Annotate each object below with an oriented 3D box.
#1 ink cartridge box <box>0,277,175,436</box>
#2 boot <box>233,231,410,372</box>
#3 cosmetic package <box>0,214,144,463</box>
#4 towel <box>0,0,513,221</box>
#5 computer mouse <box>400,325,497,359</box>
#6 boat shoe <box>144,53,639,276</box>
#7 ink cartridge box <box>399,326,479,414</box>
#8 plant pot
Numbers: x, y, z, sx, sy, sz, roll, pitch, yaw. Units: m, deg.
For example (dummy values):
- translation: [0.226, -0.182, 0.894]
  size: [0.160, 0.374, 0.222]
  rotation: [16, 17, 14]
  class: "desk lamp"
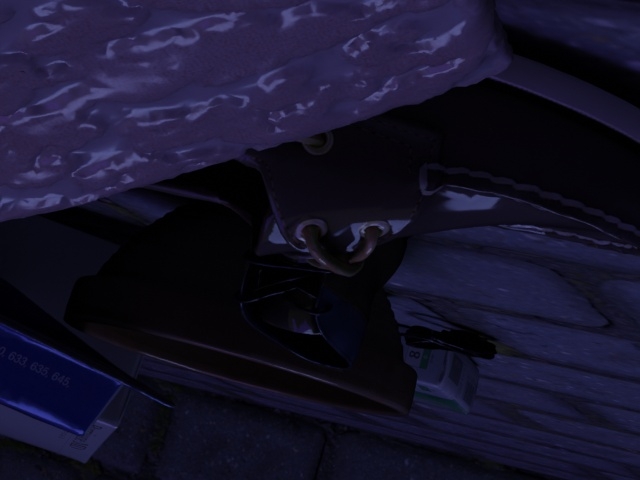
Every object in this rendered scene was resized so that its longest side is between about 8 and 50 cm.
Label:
- translation: [-0.285, 0.028, 0.994]
  size: [0.304, 0.072, 0.307]
  rotation: [31, 178, -33]
  class: "ink cartridge box"
- translation: [0.000, 0.000, 0.779]
  size: [0.082, 0.106, 0.219]
  rotation: [12, 170, 19]
  class: "boot"
- translation: [-0.327, 0.044, 1.295]
  size: [0.365, 0.155, 0.197]
  rotation: [21, 158, -8]
  class: "cosmetic package"
- translation: [-0.125, -0.059, 0.390]
  size: [0.332, 0.053, 0.317]
  rotation: [-13, 166, 7]
  class: "towel"
- translation: [0.058, 0.063, 1.286]
  size: [0.242, 0.041, 0.071]
  rotation: [15, 172, -42]
  class: "computer mouse"
- translation: [-0.016, -0.041, 0.600]
  size: [0.324, 0.096, 0.116]
  rotation: [17, 170, -6]
  class: "boat shoe"
- translation: [0.031, 0.108, 1.517]
  size: [0.225, 0.056, 0.181]
  rotation: [11, 169, 17]
  class: "ink cartridge box"
- translation: [-0.043, 0.036, 1.048]
  size: [0.237, 0.109, 0.237]
  rotation: [15, 171, 2]
  class: "plant pot"
